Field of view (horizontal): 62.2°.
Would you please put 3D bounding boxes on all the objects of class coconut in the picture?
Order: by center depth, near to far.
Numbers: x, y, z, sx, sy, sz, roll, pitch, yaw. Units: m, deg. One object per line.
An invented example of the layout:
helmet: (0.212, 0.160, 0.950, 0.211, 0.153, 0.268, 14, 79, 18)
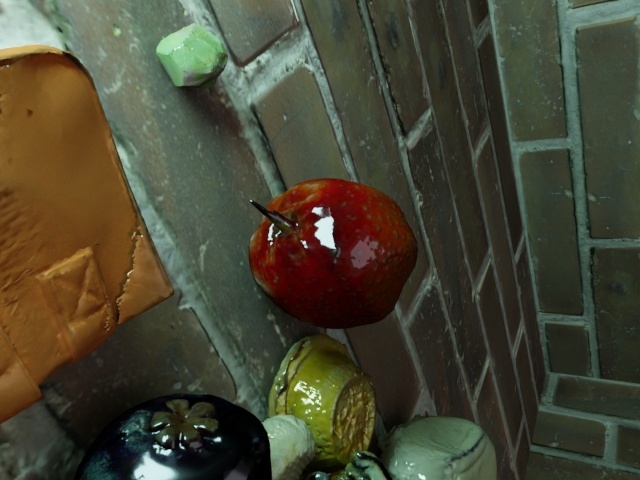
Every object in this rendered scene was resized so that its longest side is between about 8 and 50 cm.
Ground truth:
coconut: (-0.164, -0.237, 0.695, 0.081, 0.082, 0.083, 57, 21, -33)

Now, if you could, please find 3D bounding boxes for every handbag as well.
handbag: (-0.328, 0.026, 0.421, 0.410, 0.116, 0.303, -41, 127, -48)

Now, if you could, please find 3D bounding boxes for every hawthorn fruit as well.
hawthorn fruit: (0.000, 0.000, 0.816, 0.300, 0.254, 0.254, 36, 60, -38)

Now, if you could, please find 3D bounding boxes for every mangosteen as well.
mangosteen: (-0.164, 0.289, 0.594, 0.243, 0.243, 0.242, -1, 91, -57)

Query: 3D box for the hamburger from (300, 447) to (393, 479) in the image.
hamburger: (0.041, 0.484, 0.823, 0.168, 0.192, 0.287, -14, 75, -30)

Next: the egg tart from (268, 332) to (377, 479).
egg tart: (0.015, 0.305, 0.953, 0.288, 0.118, 0.288, 5, 84, -54)

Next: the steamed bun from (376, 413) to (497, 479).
steamed bun: (0.242, 0.564, 1.194, 0.334, 0.233, 0.311, 3, 90, -48)

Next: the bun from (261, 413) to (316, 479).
bun: (-0.093, 0.332, 0.770, 0.188, 0.111, 0.164, -50, 152, -14)
